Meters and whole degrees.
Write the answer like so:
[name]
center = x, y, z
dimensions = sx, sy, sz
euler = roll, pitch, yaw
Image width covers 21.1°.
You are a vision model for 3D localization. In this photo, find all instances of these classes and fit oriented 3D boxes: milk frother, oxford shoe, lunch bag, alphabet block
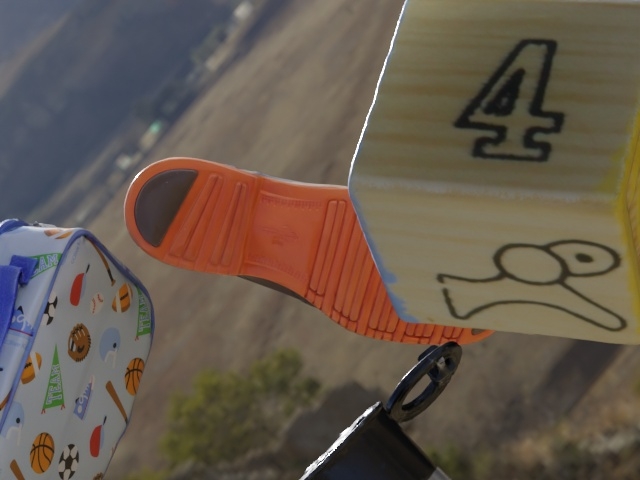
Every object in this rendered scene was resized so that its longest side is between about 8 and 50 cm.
[milk frother]
center = 0.077, 0.157, 1.110
dimensions = 0.143, 0.135, 0.129
euler = -45, -3, 2
[oxford shoe]
center = 0.000, 0.000, 1.598
dimensions = 0.133, 0.364, 0.130
euler = -122, 52, -83
[lunch bag]
center = -0.277, 0.131, 1.672
dimensions = 0.243, 0.115, 0.303
euler = 51, -129, -60
[alphabet block]
center = 0.153, -0.053, 1.276
dimensions = 0.192, 0.197, 0.193
euler = 66, -145, -54
